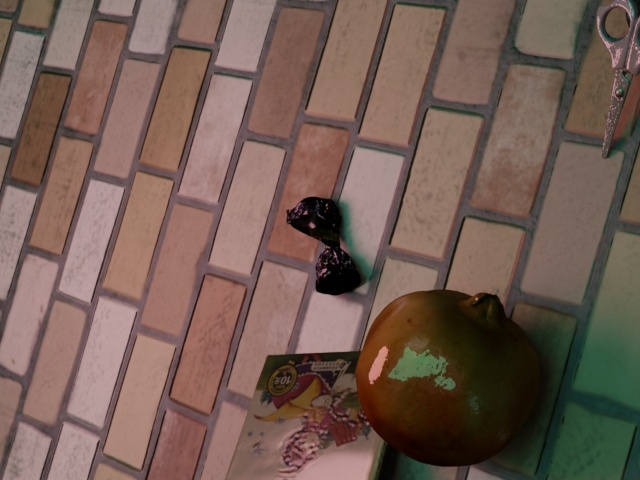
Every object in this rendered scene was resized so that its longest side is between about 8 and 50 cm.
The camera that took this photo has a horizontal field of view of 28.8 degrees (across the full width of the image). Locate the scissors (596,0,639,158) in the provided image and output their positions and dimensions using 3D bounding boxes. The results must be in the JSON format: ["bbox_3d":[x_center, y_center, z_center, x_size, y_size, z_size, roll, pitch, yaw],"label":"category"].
[{"bbox_3d":[0.341,-0.180,1.403,0.100,0.015,0.189,26,120,35],"label":"scissors"}]

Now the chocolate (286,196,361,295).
[{"bbox_3d":[0.003,-0.001,1.632,0.072,0.070,0.147,-24,62,0],"label":"chocolate"}]

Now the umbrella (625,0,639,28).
[{"bbox_3d":[0.302,-0.356,1.462,0.349,0.094,0.143,40,106,34],"label":"umbrella"}]

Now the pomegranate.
[{"bbox_3d":[0.136,0.153,1.400,0.209,0.209,0.209,-10,72,36],"label":"pomegranate"}]

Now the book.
[{"bbox_3d":[-0.022,0.277,1.531,0.228,0.018,0.323,-7,52,36],"label":"book"}]
